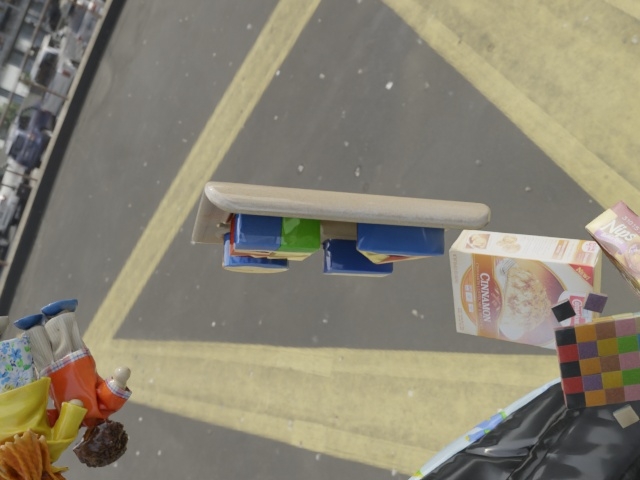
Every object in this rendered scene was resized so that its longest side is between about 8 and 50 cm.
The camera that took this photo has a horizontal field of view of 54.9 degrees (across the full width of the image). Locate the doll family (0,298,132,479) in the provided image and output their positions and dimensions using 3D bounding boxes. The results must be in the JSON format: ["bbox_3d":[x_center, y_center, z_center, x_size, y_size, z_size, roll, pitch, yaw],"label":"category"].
[{"bbox_3d":[-0.274,0.165,0.470,0.263,0.118,0.163,-27,81,7],"label":"doll family"}]

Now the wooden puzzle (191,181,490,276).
[{"bbox_3d":[0.000,0.000,0.812,0.348,0.322,0.080,157,115,-75],"label":"wooden puzzle"}]

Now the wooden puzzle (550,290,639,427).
[{"bbox_3d":[0.150,0.062,0.322,0.049,0.083,0.006,-11,18,11],"label":"wooden puzzle"}]

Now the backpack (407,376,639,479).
[{"bbox_3d":[0.181,0.249,0.432,0.355,0.273,0.290,-46,50,-11],"label":"backpack"}]

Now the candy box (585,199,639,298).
[{"bbox_3d":[0.376,0.045,0.686,0.053,0.187,0.109,-40,41,14],"label":"candy box"}]

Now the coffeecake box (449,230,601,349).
[{"bbox_3d":[0.282,0.068,0.849,0.186,0.142,0.068,6,32,31],"label":"coffeecake box"}]
